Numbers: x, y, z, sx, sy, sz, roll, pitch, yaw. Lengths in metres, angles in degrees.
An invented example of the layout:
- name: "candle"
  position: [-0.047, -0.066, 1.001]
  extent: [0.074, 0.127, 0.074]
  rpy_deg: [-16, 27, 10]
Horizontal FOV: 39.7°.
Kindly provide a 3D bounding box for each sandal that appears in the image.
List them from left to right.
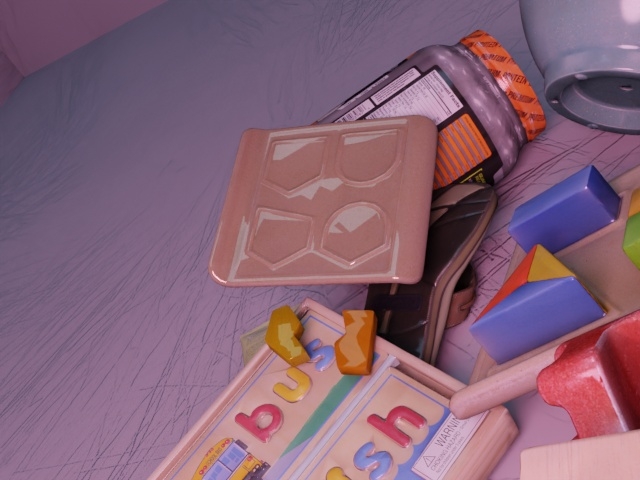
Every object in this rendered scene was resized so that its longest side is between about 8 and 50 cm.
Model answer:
- name: "sandal"
  position: [0.112, 0.067, 0.971]
  extent: [0.120, 0.086, 0.302]
  rpy_deg: [7, 65, 43]

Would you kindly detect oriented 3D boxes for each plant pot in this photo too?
- name: "plant pot"
  position: [0.354, -0.237, 0.985]
  extent: [0.293, 0.293, 0.196]
  rpy_deg: [2, 74, 47]

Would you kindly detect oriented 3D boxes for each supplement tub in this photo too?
- name: "supplement tub"
  position: [0.106, -0.110, 1.103]
  extent: [0.316, 0.193, 0.193]
  rpy_deg: [-34, 30, 3]

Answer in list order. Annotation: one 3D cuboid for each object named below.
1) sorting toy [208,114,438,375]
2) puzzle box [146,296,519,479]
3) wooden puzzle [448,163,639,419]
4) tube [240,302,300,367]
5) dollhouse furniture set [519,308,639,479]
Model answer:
- name: "sorting toy"
  position: [0.000, 0.000, 0.939]
  extent: [0.229, 0.041, 0.307]
  rpy_deg: [0, 58, 18]
- name: "puzzle box"
  position: [-0.045, 0.258, 0.811]
  extent: [0.272, 0.052, 0.409]
  rpy_deg: [25, 67, 42]
- name: "wooden puzzle"
  position: [0.265, -0.017, 0.765]
  extent: [0.322, 0.080, 0.348]
  rpy_deg: [-35, 9, 37]
- name: "tube"
  position: [-0.054, 0.158, 1.034]
  extent: [0.070, 0.062, 0.240]
  rpy_deg: [6, 28, -10]
- name: "dollhouse furniture set"
  position: [0.245, 0.156, 0.419]
  extent: [0.152, 0.374, 0.201]
  rpy_deg: [-25, 33, 27]
